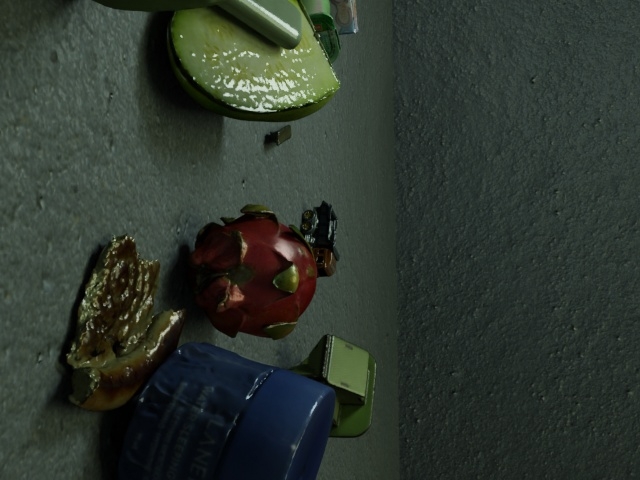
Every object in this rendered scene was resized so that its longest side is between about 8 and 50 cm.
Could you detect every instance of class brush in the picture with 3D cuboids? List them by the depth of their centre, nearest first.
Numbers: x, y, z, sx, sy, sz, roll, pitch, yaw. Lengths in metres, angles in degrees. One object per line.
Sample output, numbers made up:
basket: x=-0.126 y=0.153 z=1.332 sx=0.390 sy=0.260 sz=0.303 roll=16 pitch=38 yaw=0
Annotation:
brush: x=-0.091 y=-0.240 z=1.614 sx=0.190 sy=0.027 sz=0.034 roll=-66 pitch=156 yaw=-75

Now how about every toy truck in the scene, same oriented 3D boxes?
toy truck: x=0.000 y=0.000 z=1.812 sx=0.083 sy=0.092 sz=0.192 roll=63 pitch=30 yaw=-62

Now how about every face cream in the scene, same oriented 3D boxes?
face cream: x=-0.124 y=0.282 z=0.967 sx=0.249 sy=0.225 sz=0.249 roll=16 pitch=90 yaw=-76

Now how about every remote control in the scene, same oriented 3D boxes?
remote control: x=-0.142 y=-0.395 z=1.086 sx=0.309 sy=0.038 sz=0.090 roll=23 pitch=55 yaw=-40

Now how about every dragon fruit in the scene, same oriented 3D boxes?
dragon fruit: x=-0.114 y=0.054 z=1.158 sx=0.227 sy=0.224 sz=0.224 roll=53 pitch=39 yaw=-64

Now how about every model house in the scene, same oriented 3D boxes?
model house: x=-0.007 y=0.295 z=1.609 sx=0.279 sy=0.204 sz=0.219 roll=60 pitch=31 yaw=-48

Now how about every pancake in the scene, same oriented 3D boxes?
pancake: x=-0.242 y=0.125 z=0.923 sx=0.212 sy=0.056 sz=0.258 roll=69 pitch=24 yaw=-54

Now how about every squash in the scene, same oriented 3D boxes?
squash: x=-0.118 y=-0.306 z=1.144 sx=0.309 sy=0.210 sz=0.234 roll=-24 pitch=90 yaw=-79

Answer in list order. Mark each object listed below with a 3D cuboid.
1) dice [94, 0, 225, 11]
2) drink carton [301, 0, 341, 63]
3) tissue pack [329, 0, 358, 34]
dice: x=-0.177 y=-0.426 z=0.811 sx=0.250 sy=0.254 sz=0.252 roll=-75 pitch=160 yaw=-45
drink carton: x=-0.030 y=-0.499 z=1.652 sx=0.144 sy=0.146 sz=0.142 roll=72 pitch=14 yaw=-50
tissue pack: x=0.012 y=-0.564 z=1.764 sx=0.065 sy=0.155 sz=0.116 roll=-62 pitch=148 yaw=-65
